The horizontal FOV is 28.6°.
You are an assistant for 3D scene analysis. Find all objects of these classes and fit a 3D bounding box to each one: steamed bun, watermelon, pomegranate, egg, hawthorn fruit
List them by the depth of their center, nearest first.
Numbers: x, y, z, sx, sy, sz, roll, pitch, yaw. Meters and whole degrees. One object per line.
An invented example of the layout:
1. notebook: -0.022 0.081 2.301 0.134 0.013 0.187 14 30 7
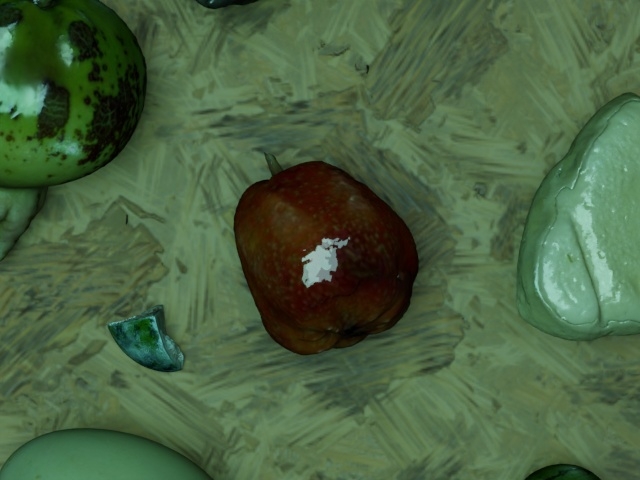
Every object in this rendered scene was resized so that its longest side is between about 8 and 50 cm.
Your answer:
1. egg: -0.183 0.272 1.142 0.254 0.188 0.188 31 91 12
2. pomegranate: -0.282 -0.108 1.145 0.222 0.204 0.276 16 94 -12
3. hawthorn fruit: 0.006 0.013 1.152 0.173 0.179 0.173 -7 128 -9
4. steamed bun: 0.263 0.003 1.158 0.212 0.110 0.231 -26 85 -15
5. watermelon: 0.229 0.253 1.164 0.109 0.109 0.109 0 89 3
6. watermelon: -0.160 0.091 1.220 0.085 0.085 0.061 23 61 3

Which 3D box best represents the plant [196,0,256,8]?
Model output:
1. plant: -0.081 -0.284 1.139 0.129 0.194 0.132 -35 87 7
